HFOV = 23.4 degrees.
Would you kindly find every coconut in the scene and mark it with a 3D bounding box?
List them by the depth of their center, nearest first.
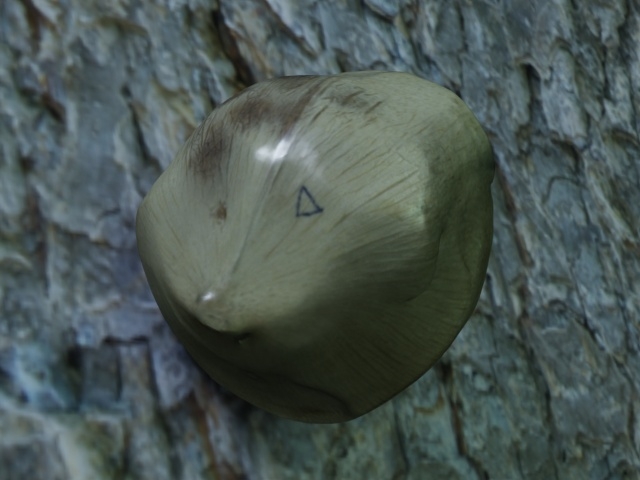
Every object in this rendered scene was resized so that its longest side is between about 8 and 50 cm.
[{"bbox_3d":[0.000,0.000,0.895,0.224,0.224,0.224,21,56,-36],"label":"coconut"}]
